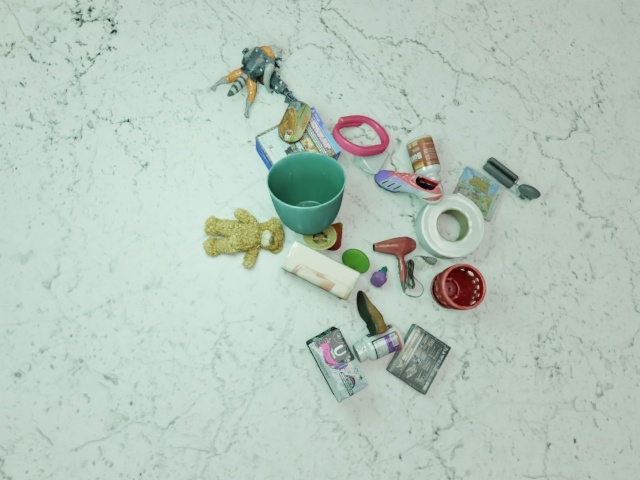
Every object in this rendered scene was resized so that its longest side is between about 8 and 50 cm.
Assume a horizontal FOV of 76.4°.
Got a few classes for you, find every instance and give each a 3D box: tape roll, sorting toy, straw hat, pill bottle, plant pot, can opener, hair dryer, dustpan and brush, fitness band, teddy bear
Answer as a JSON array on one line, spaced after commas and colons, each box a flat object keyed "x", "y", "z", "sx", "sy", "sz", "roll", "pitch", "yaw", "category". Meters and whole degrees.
[{"x": 0.570, "y": -0.062, "z": 1.800, "sx": 0.286, "sy": 0.100, "sz": 0.286, "roll": 0, "pitch": 83, "yaw": -3, "category": "tape roll"}, {"x": 0.155, "y": 0.042, "z": 1.753, "sx": 0.365, "sy": 0.127, "sz": 0.126, "roll": 41, "pitch": 48, "yaw": -2, "category": "sorting toy"}, {"x": 0.000, "y": 0.000, "z": 1.653, "sx": 0.145, "sy": 0.061, "sz": 0.144, "roll": -4, "pitch": 51, "yaw": 5, "category": "straw hat"}, {"x": 0.472, "y": -0.355, "z": 1.839, "sx": 0.121, "sy": 0.121, "sz": 0.216, "roll": -13, "pitch": 81, "yaw": -10, "category": "pill bottle"}, {"x": -0.049, "y": -0.160, "z": 1.591, "sx": 0.293, "sy": 0.235, "sz": 0.293, "roll": -1, "pitch": 53, "yaw": 1, "category": "plant pot"}, {"x": 0.900, "y": -0.290, "z": 1.900, "sx": 0.283, "sy": 0.095, "sz": 0.076, "roll": 38, "pitch": 77, "yaw": 0, "category": "can opener"}, {"x": 0.355, "y": 0.086, "z": 1.751, "sx": 0.293, "sy": 0.080, "sz": 0.223, "roll": 34, "pitch": 65, "yaw": 1, "category": "hair dryer"}, {"x": 0.190, "y": -0.398, "z": 1.849, "sx": 0.211, "sy": 0.060, "sz": 0.147, "roll": 35, "pitch": 65, "yaw": -7, "category": "dustpan and brush"}, {"x": 0.573, "y": 0.200, "z": 1.726, "sx": 0.191, "sy": 0.174, "sz": 0.191, "roll": 1, "pitch": 80, "yaw": -7, "category": "plant pot"}, {"x": 0.235, "y": 0.427, "z": 1.673, "sx": 0.194, "sy": 0.108, "sz": 0.108, "roll": -21, "pitch": 83, "yaw": -11, "category": "pill bottle"}, {"x": 0.181, "y": -0.462, "z": 1.800, "sx": 0.291, "sy": 0.054, "sz": 0.209, "roll": -20, "pitch": 69, "yaw": -39, "category": "fitness band"}, {"x": -0.318, "y": -0.015, "z": 1.676, "sx": 0.338, "sy": 0.113, "sz": 0.245, "roll": 18, "pitch": 80, "yaw": -4, "category": "teddy bear"}]

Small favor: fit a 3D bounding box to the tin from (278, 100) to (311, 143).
[{"x": -0.106, "y": -0.487, "z": 1.683, "sx": 0.106, "sy": 0.040, "sz": 0.189, "roll": 23, "pitch": 77, "yaw": 1, "category": "tin"}]

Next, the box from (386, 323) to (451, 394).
[{"x": 0.413, "y": 0.497, "z": 1.711, "sx": 0.183, "sy": 0.056, "sz": 0.231, "roll": 33, "pitch": 77, "yaw": 0, "category": "box"}]

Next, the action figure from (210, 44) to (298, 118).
[{"x": -0.262, "y": -0.704, "z": 1.779, "sx": 0.341, "sy": 0.178, "sz": 0.330, "roll": 37, "pitch": 87, "yaw": 2, "category": "action figure"}]

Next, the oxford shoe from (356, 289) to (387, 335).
[{"x": 0.211, "y": 0.299, "z": 1.691, "sx": 0.076, "sy": 0.076, "sz": 0.212, "roll": 0, "pitch": 48, "yaw": -29, "category": "oxford shoe"}]

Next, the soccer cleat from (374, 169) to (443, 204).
[{"x": 0.380, "y": -0.257, "z": 1.763, "sx": 0.318, "sy": 0.116, "sz": 0.108, "roll": 24, "pitch": 71, "yaw": 25, "category": "soccer cleat"}]

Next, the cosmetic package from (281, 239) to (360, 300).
[{"x": -0.003, "y": 0.123, "z": 1.669, "sx": 0.296, "sy": 0.153, "sz": 0.129, "roll": 27, "pitch": 85, "yaw": -1, "category": "cosmetic package"}]

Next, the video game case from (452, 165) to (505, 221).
[{"x": 0.737, "y": -0.220, "z": 1.901, "sx": 0.212, "sy": 0.023, "sz": 0.193, "roll": 29, "pitch": 77, "yaw": -2, "category": "video game case"}]

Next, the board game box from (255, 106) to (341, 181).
[{"x": -0.099, "y": -0.391, "z": 1.757, "sx": 0.291, "sy": 0.141, "sz": 0.232, "roll": -30, "pitch": 85, "yaw": -12, "category": "board game box"}]

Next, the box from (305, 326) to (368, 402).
[{"x": 0.064, "y": 0.482, "z": 1.610, "sx": 0.142, "sy": 0.163, "sz": 0.247, "roll": -28, "pitch": 85, "yaw": -10, "category": "box"}]
